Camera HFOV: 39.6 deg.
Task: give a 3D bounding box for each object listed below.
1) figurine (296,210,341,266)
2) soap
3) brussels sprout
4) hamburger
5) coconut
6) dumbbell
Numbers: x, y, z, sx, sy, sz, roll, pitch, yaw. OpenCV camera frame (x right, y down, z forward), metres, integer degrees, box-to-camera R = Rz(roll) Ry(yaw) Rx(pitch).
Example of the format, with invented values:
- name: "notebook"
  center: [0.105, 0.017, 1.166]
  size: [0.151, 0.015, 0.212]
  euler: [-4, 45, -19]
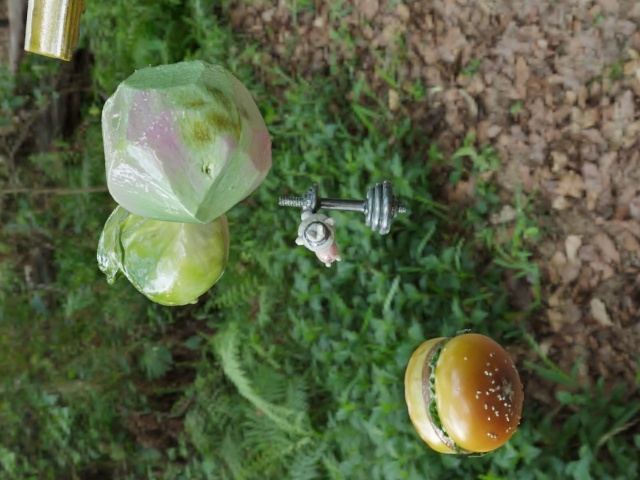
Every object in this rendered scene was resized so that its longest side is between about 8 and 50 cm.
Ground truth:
- name: "figurine"
  center: [0.009, -0.005, 1.686]
  size: [0.081, 0.098, 0.146]
  euler: [-52, 15, 4]
- name: "soap"
  center: [-0.452, -0.428, 1.539]
  size: [0.160, 0.080, 0.257]
  euler: [-84, 14, -45]
- name: "brussels sprout"
  center: [-0.322, 0.008, 1.861]
  size: [0.294, 0.259, 0.227]
  euler: [-48, 1, 21]
- name: "hamburger"
  center: [0.285, 0.282, 1.658]
  size: [0.170, 0.246, 0.246]
  euler: [-18, 78, 45]
- name: "coconut"
  center: [-0.183, -0.121, 1.179]
  size: [0.205, 0.236, 0.235]
  euler: [-35, 59, 29]
- name: "dumbbell"
  center: [0.044, -0.071, 1.785]
  size: [0.110, 0.255, 0.110]
  euler: [3, -90, -90]
